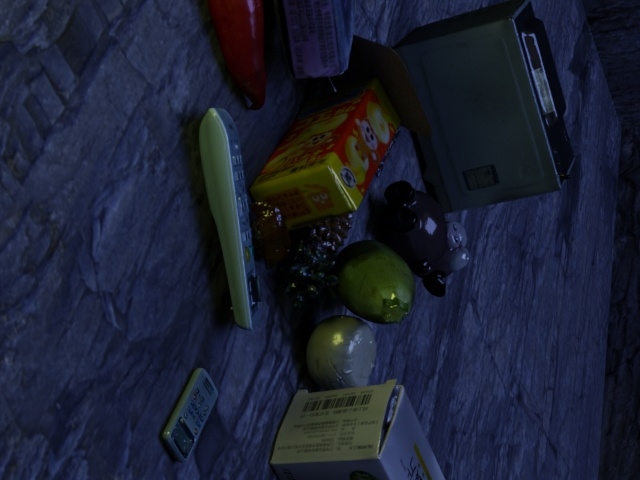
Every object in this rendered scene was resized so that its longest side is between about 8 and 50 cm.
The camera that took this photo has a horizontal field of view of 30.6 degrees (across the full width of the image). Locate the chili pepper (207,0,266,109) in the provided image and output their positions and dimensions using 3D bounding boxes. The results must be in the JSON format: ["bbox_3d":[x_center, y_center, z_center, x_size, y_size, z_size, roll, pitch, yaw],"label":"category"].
[{"bbox_3d":[-0.122,-0.374,1.639,0.137,0.092,0.368,19,71,-83],"label":"chili pepper"}]

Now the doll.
[{"bbox_3d":[0.185,-0.011,2.117,0.257,0.117,0.182,41,41,-51],"label":"doll"}]

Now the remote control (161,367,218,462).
[{"bbox_3d":[-0.159,0.214,1.440,0.053,0.018,0.124,66,30,-29],"label":"remote control"}]

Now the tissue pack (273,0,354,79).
[{"bbox_3d":[-0.021,-0.437,1.658,0.361,0.122,0.259,83,6,-55],"label":"tissue pack"}]

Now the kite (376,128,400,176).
[{"bbox_3d":[0.099,-0.206,2.115,0.232,0.009,0.189,21,65,-62],"label":"kite"}]

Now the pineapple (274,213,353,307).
[{"bbox_3d":[0.000,0.001,1.741,0.221,0.103,0.083,-73,146,-43],"label":"pineapple"}]

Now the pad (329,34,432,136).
[{"bbox_3d":[0.073,-0.258,1.844,0.002,0.266,0.176,-40,128,-15],"label":"pad"}]

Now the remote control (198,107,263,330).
[{"bbox_3d":[-0.119,-0.030,1.554,0.103,0.051,0.293,-54,135,-83],"label":"remote control"}]

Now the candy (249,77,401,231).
[{"bbox_3d":[0.012,-0.130,1.748,0.088,0.146,0.276,60,34,-23],"label":"candy"}]

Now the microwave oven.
[{"bbox_3d":[0.332,-0.269,2.319,0.354,0.286,0.218,70,26,-16],"label":"microwave oven"}]

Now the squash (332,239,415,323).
[{"bbox_3d":[0.081,0.064,1.745,0.370,0.118,0.118,-122,-159,-85],"label":"squash"}]

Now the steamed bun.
[{"bbox_3d":[0.026,0.172,1.754,0.130,0.091,0.112,62,42,-55],"label":"steamed bun"}]

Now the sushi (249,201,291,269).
[{"bbox_3d":[-0.071,-0.006,1.642,0.120,0.055,0.052,72,2,-63],"label":"sushi"}]

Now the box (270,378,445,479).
[{"bbox_3d":[0.076,0.366,1.708,0.332,0.173,0.145,65,29,-32],"label":"box"}]
